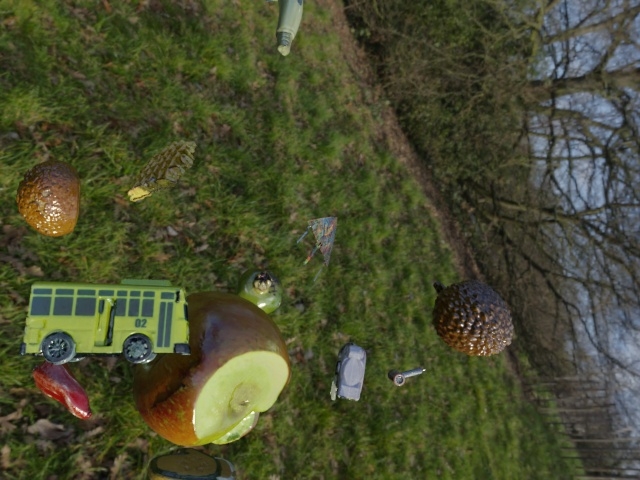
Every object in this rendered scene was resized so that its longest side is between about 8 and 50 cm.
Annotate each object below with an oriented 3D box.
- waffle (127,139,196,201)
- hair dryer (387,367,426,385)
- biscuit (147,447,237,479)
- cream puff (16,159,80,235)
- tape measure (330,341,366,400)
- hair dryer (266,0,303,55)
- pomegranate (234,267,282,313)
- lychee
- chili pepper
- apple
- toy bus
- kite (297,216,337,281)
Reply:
[{"bbox_3d":[-0.561,-0.246,1.664,0.065,0.309,0.283,45,-1,-36],"label":"waffle"},{"bbox_3d":[0.263,0.398,1.405,0.063,0.114,0.037,159,-81,-80],"label":"hair dryer"},{"bbox_3d":[-0.506,0.900,1.877,0.287,0.343,0.057,-174,-82,-73],"label":"biscuit"},{"bbox_3d":[-1.006,-0.159,1.751,0.211,0.303,0.304,7,72,-30],"label":"cream puff"},{"bbox_3d":[0.097,0.458,1.635,0.178,0.105,0.196,88,11,-65],"label":"tape measure"},{"bbox_3d":[0.002,-0.494,0.801,0.118,0.296,0.299,23,37,-39],"label":"hair dryer"},{"bbox_3d":[-0.233,0.175,1.716,0.211,0.179,0.180,67,25,-52],"label":"pomegranate"},{"bbox_3d":[0.367,0.186,1.181,0.238,0.200,0.200,43,-1,36],"label":"lychee"},{"bbox_3d":[-0.869,0.506,1.618,0.144,0.252,0.136,-58,164,9],"label":"chili pepper"},{"bbox_3d":[-0.253,0.323,1.157,0.384,0.373,0.374,-91,159,-49],"label":"apple"},{"bbox_3d":[-0.362,0.142,0.838,0.128,0.261,0.150,139,-47,-71],"label":"toy bus"},{"bbox_3d":[0.000,0.000,1.158,0.160,0.010,0.183,-55,146,-27],"label":"kite"}]
